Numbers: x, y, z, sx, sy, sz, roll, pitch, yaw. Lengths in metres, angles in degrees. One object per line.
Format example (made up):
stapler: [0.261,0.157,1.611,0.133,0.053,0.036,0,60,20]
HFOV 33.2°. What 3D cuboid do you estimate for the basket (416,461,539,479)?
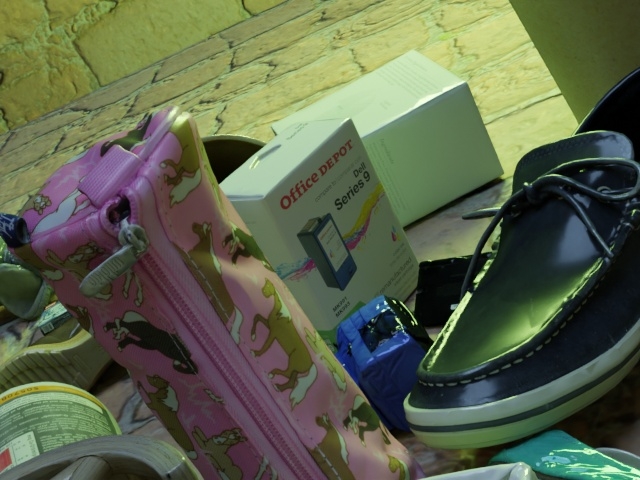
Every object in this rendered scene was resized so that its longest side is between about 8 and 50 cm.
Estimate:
basket: [0.090,0.237,0.664,0.113,0.103,0.167,-17,26,25]

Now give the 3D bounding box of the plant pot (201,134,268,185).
plant pot: [-0.134,0.003,1.291,0.237,0.237,0.254,-33,8,-13]

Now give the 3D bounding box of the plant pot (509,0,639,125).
plant pot: [0.355,-0.291,1.224,0.334,0.305,0.334,-23,23,10]

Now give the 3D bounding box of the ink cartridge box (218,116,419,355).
ink cartridge box: [0.000,0.000,1.119,0.093,0.212,0.154,-2,34,45]

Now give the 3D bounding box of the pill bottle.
pill bottle: [-0.226,0.242,0.926,0.162,0.162,0.278,-32,23,-10]

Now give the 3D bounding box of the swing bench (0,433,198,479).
swing bench: [-0.143,0.284,0.631,0.165,0.253,0.255,2,36,49]

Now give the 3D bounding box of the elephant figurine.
elephant figurine: [-0.446,0.036,1.625,0.239,0.186,0.169,7,70,12]

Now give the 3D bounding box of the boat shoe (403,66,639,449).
boat shoe: [0.220,-0.006,0.925,0.187,0.156,0.500,-10,25,50]

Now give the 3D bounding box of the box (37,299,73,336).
box: [-0.330,0.086,1.520,0.137,0.027,0.094,-28,16,-1]

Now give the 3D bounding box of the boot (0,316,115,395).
boot: [-0.303,0.133,1.377,0.248,0.090,0.207,-32,9,1]

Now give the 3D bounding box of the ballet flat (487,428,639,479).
ballet flat: [0.212,0.175,0.698,0.087,0.083,0.247,-29,22,-26]

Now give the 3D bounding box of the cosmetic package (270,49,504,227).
cosmetic package: [0.080,-0.118,1.374,0.225,0.138,0.224,-29,23,0]

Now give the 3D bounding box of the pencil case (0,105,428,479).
pencil case: [-0.059,0.098,0.774,0.160,0.386,0.167,-20,21,36]

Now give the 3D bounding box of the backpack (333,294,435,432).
backpack: [0.057,0.109,0.978,0.101,0.098,0.120,-30,24,4]

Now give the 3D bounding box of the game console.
game console: [0.168,0.045,1.102,0.122,0.071,0.107,-11,58,35]
